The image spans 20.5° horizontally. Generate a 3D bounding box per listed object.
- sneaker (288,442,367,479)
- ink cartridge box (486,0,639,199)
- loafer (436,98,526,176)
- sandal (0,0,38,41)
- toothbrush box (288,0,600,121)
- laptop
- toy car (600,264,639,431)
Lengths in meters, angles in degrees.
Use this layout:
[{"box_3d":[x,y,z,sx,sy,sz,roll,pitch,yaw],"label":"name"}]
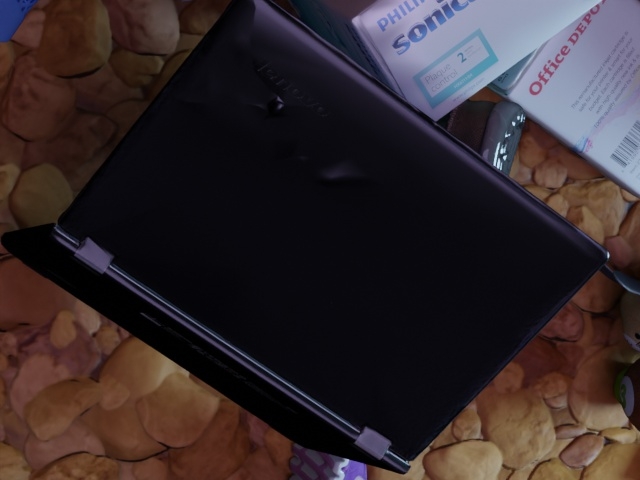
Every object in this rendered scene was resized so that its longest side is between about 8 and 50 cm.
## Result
[{"box_3d":[0.023,0.276,1.847,0.104,0.095,0.236,2,112,-25],"label":"sneaker"},{"box_3d":[0.286,-0.161,1.773,0.212,0.093,0.154,33,95,-26],"label":"ink cartridge box"},{"box_3d":[0.090,-0.048,1.628,0.130,0.366,0.134,18,75,-4],"label":"loafer"},{"box_3d":[-0.294,-0.238,1.561,0.317,0.126,0.138,-14,115,-3],"label":"sandal"},{"box_3d":[0.098,-0.241,1.577,0.216,0.295,0.126,-37,114,-4],"label":"toothbrush box"},{"box_3d":[-0.035,0.009,1.576,0.382,0.408,0.236,36,77,-15],"label":"laptop"},{"box_3d":[0.347,0.099,1.855,0.149,0.155,0.188,-40,105,-1],"label":"toy car"}]
